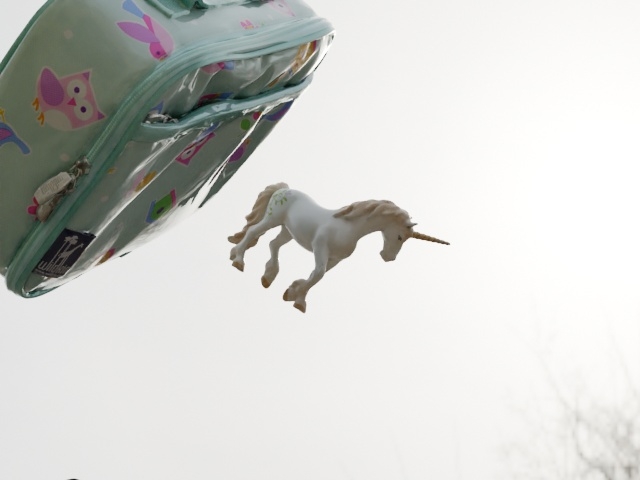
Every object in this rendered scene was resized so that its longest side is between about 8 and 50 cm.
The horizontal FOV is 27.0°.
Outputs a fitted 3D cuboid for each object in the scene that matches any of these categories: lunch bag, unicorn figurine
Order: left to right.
[{"bbox_3d":[-0.114,-0.085,0.882,0.108,0.279,0.224,47,-62,5],"label":"lunch bag"},{"bbox_3d":[0.000,0.000,1.043,0.162,0.111,0.060,33,-4,25],"label":"unicorn figurine"}]

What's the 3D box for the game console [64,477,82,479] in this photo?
[{"bbox_3d":[-0.109,0.184,0.568,0.107,0.122,0.071,-35,-38,-18],"label":"game console"}]
